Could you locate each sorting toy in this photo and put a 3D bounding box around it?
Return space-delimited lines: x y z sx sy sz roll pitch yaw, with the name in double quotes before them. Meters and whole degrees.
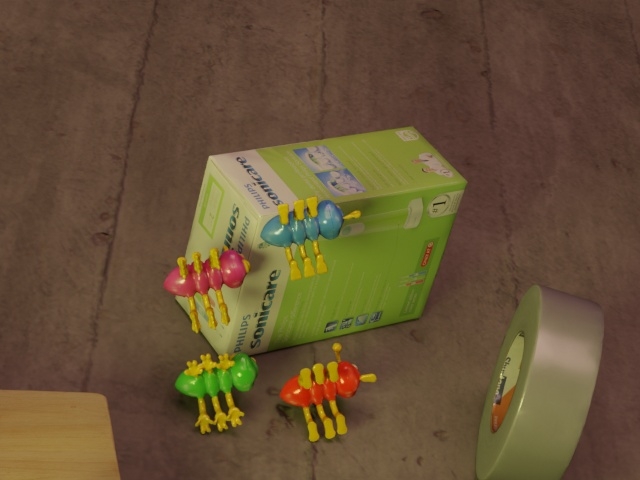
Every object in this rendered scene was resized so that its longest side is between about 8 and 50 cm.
"sorting toy" -0.318 0.256 1.713 0.257 0.089 0.255 3 37 -18

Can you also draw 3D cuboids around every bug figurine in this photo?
"bug figurine" -0.054 0.080 1.939 0.216 0.279 0.072 -10 24 -11

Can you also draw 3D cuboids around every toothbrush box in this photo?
"toothbrush box" 0.000 0.000 2.088 0.283 0.206 0.122 -12 44 -33

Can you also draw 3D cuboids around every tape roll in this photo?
"tape roll" 0.231 0.160 1.955 0.072 0.219 0.219 17 35 -2
